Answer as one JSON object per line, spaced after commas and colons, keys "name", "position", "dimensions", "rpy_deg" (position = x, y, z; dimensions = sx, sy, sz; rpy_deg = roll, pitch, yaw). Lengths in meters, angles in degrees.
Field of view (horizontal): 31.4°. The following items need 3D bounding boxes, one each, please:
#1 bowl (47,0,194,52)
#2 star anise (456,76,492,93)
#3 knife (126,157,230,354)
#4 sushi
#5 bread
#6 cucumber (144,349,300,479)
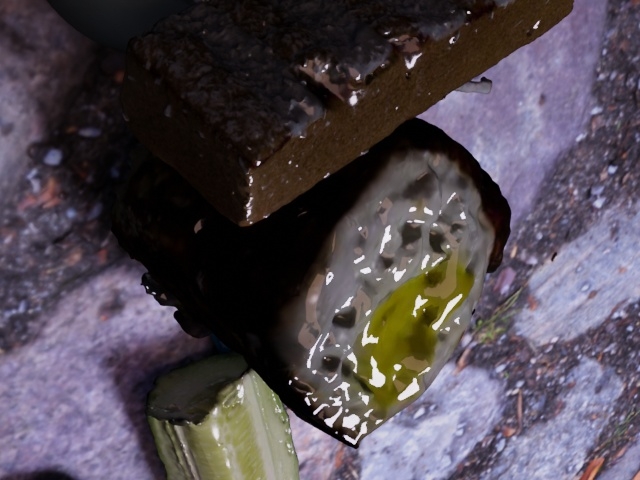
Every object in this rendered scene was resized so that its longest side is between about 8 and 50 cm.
{"name": "bowl", "position": [-0.104, -0.278, 0.991], "dimensions": [0.289, 0.146, 0.289], "rpy_deg": [-14, 121, -25]}
{"name": "star anise", "position": [0.133, -0.228, 1.192], "dimensions": [0.230, 0.081, 0.262], "rpy_deg": [-31, 132, 3]}
{"name": "knife", "position": [-0.138, 0.023, 1.214], "dimensions": [0.044, 0.026, 0.296], "rpy_deg": [-27, 129, -12]}
{"name": "sushi", "position": [-0.002, -0.002, 1.090], "dimensions": [0.299, 0.294, 0.281], "rpy_deg": [-37, 130, -23]}
{"name": "bread", "position": [0.040, -0.178, 0.957], "dimensions": [0.416, 0.165, 0.113], "rpy_deg": [-35, 152, -30]}
{"name": "cucumber", "position": [-0.104, 0.271, 1.325], "dimensions": [0.145, 0.105, 0.325], "rpy_deg": [-45, 135, -38]}
